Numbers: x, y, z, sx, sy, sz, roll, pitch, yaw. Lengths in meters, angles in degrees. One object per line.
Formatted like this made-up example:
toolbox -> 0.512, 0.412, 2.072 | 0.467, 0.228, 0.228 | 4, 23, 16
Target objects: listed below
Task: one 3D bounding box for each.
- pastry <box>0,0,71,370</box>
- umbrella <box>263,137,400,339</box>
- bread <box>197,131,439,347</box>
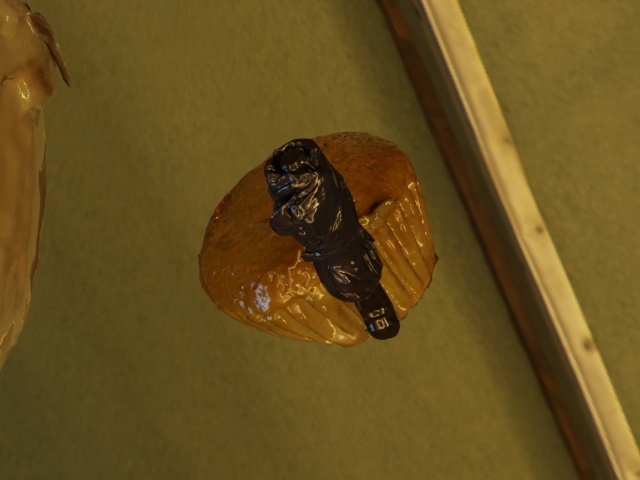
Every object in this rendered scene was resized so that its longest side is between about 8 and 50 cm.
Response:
pastry -> -0.202, -0.011, 0.397 | 0.265, 0.133, 0.264 | 0, 89, 7
umbrella -> 0.011, 0.009, 1.080 | 0.071, 0.071, 0.248 | -24, 146, 3
bread -> -0.003, -0.003, 1.300 | 0.240, 0.240, 0.139 | -35, 124, 7
